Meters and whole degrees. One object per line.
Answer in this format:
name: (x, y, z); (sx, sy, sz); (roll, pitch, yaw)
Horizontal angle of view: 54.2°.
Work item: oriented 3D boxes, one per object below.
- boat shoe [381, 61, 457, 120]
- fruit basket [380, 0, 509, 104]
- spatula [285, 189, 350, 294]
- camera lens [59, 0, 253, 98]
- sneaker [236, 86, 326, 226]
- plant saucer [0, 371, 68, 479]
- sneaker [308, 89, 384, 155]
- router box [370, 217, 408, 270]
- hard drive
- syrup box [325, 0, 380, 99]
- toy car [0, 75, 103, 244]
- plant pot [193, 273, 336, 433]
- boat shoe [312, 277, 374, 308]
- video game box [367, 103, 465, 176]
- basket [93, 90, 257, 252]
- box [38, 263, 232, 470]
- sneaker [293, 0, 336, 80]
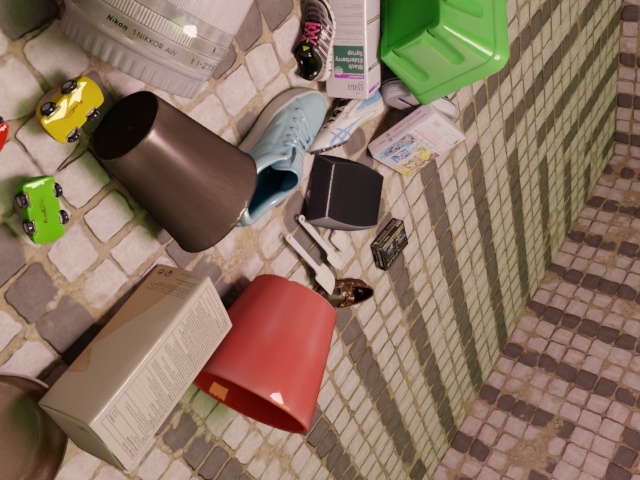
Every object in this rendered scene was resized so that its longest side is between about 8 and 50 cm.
boat shoe: (0.258, -0.375, 1.567); (0.335, 0.121, 0.119); (9, 80, -60)
fruit basket: (0.305, -0.485, 1.396); (0.392, 0.283, 0.392); (11, 72, -38)
spatula: (0.000, 0.000, 1.475); (0.242, 0.019, 0.168); (50, 57, -46)
camera lens: (-0.194, -0.359, 0.829); (0.219, 0.219, 0.274); (9, 117, -55)
sneaker: (-0.071, -0.152, 1.202); (0.366, 0.150, 0.135); (-53, 143, -23)
plant saucer: (-0.523, 0.330, 0.915); (0.310, 0.050, 0.311); (-28, 128, -43)
sneaker: (0.048, -0.266, 1.383); (0.237, 0.085, 0.086); (-43, 111, -28)
router box: (0.193, 0.011, 1.741); (0.122, 0.038, 0.092); (-48, 140, -29)
hard drive: (0.068, -0.106, 1.486); (0.254, 0.054, 0.172); (6, 93, -56)
syrup box: (0.066, -0.418, 1.290); (0.096, 0.093, 0.237); (-52, 145, -54)
toy car: (-0.404, -0.103, 0.860); (0.239, 0.053, 0.225); (-27, 128, -44)
plant pot: (-0.102, 0.219, 1.271); (0.243, 0.275, 0.275); (-63, 146, -25)
boat shoe: (0.059, 0.135, 1.591); (0.207, 0.073, 0.073); (-12, 117, -49)
video game box: (0.246, -0.250, 1.585); (0.187, 0.048, 0.205); (-36, 153, 22)
basket: (-0.235, -0.118, 1.004); (0.227, 0.154, 0.204); (43, 70, -49)
box: (-0.296, 0.203, 1.053); (0.311, 0.121, 0.148); (-55, 144, -37)
sneaker: (-0.014, -0.392, 1.237); (0.075, 0.063, 0.170); (-39, 140, -45)
